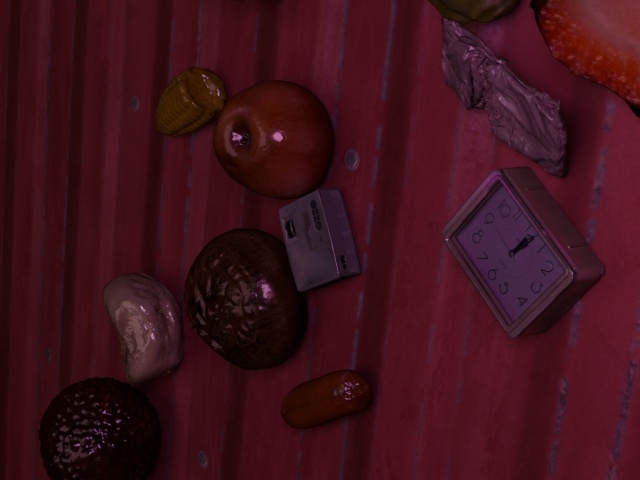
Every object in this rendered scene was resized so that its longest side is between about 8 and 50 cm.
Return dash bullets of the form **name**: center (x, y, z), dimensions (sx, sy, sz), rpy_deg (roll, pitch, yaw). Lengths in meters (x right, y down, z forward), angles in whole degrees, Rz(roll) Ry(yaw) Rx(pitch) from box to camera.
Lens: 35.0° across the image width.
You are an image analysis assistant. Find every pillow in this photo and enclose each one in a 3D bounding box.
- **pillow**: center (0.235, -0.188, 1.342), dimensions (0.248, 0.049, 0.135), rpy_deg (46, 163, 31)

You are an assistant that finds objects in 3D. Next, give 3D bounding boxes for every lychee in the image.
- **lychee**: center (-0.446, 0.411, 2.079), dimensions (0.261, 0.261, 0.260), rpy_deg (7, 100, 48)

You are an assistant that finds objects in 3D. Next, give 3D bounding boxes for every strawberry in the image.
- **strawberry**: center (0.399, -0.251, 1.162), dimensions (0.306, 0.138, 0.233), rpy_deg (41, 147, 8)

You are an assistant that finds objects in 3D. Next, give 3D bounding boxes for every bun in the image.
- **bun**: center (-0.347, 0.170, 2.030), dimensions (0.229, 0.145, 0.229), rpy_deg (160, 90, -81)

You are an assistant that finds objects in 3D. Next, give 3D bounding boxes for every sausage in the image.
- **sausage**: center (0.008, 0.262, 1.678), dimensions (0.197, 0.076, 0.076), rpy_deg (-28, 73, 47)

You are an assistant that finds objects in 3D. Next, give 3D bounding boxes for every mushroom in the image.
- **mushroom**: center (-0.128, 0.107, 1.760), dimensions (0.253, 0.153, 0.253), rpy_deg (16, 114, 39)

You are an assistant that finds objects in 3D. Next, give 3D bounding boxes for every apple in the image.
- **apple**: center (-0.081, -0.163, 1.664), dimensions (0.201, 0.162, 0.201), rpy_deg (5, 97, 50)

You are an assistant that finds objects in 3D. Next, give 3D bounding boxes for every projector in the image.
- **projector**: center (0.000, 0.000, 1.667), dimensions (0.115, 0.061, 0.147), rpy_deg (-23, 77, 46)

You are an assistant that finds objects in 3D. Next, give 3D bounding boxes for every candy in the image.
- **candy**: center (-0.260, -0.249, 1.914), dimensions (0.199, 0.094, 0.106), rpy_deg (-26, 80, 53)

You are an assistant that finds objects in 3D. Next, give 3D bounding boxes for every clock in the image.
- **clock**: center (0.266, 0.013, 1.360), dimensions (0.147, 0.071, 0.192), rpy_deg (-53, 56, 38)

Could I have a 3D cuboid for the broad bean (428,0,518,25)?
- **broad bean**: center (0.214, -0.430, 1.334), dimensions (0.238, 0.119, 0.291), rpy_deg (14, 102, 56)
